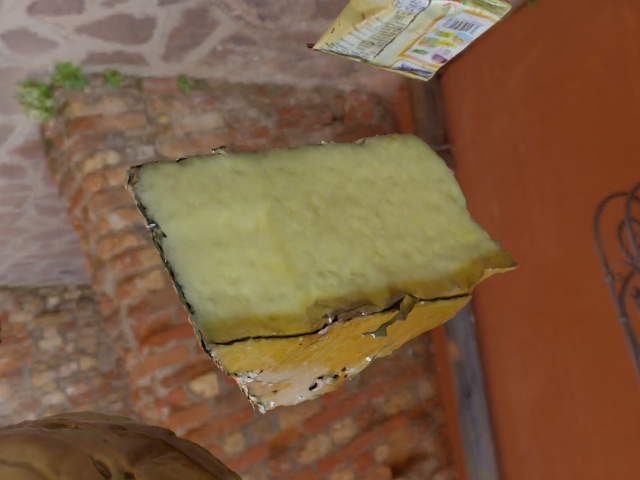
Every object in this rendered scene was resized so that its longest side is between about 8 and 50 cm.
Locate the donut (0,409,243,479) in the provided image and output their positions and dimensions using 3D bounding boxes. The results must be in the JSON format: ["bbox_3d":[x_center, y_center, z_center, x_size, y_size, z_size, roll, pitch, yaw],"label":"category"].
[{"bbox_3d":[-0.196,0.316,0.664,0.449,0.449,0.198,-12,142,7],"label":"donut"}]

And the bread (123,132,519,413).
[{"bbox_3d":[0.000,0.000,0.985,0.315,0.248,0.279,-33,158,5],"label":"bread"}]

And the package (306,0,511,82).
[{"bbox_3d":[0.065,-0.157,0.724,0.108,0.031,0.121,12,150,-28],"label":"package"}]
